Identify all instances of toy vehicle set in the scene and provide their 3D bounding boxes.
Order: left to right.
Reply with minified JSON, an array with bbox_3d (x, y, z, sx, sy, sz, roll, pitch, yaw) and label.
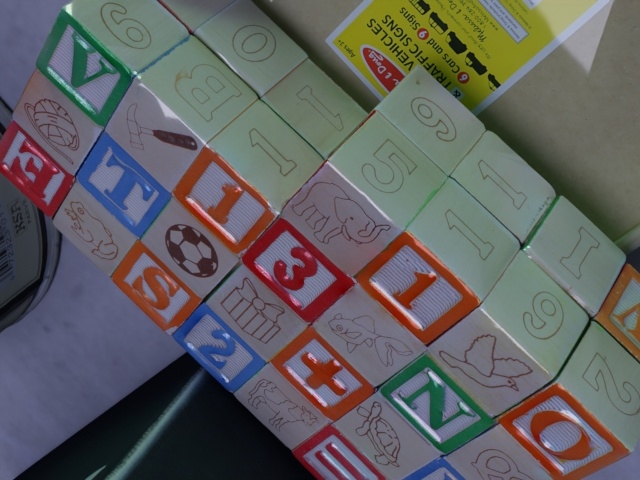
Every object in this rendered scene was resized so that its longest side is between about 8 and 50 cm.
[{"bbox_3d":[0.064,-0.101,0.541,0.267,0.035,0.166,48,123,-5],"label":"toy vehicle set"}]

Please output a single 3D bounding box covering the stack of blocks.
[{"bbox_3d":[0.000,0.000,0.548,0.297,0.087,0.171,43,138,0],"label":"stack of blocks"}]

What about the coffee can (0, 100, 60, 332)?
[{"bbox_3d":[-0.299,0.028,0.619,0.202,0.275,0.201,10,118,19],"label":"coffee can"}]

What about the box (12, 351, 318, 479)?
[{"bbox_3d":[-0.035,0.288,0.675,0.293,0.212,0.395,-36,98,33],"label":"box"}]
